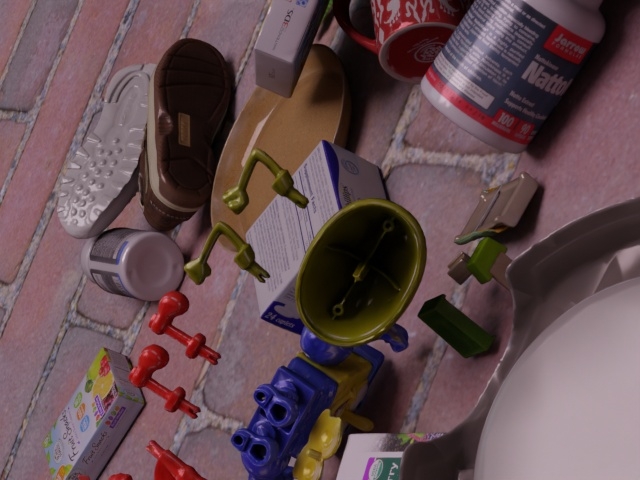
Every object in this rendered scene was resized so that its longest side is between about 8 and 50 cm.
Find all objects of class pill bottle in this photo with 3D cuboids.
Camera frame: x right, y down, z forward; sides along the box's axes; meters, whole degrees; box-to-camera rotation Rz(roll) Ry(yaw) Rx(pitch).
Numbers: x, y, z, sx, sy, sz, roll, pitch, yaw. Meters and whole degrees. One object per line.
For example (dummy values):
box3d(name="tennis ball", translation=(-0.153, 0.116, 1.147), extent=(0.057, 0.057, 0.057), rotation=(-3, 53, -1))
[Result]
box3d(name="pill bottle", translation=(0.174, -0.173, 1.552), extent=(0.180, 0.108, 0.108), rotation=(-57, 30, 17))
box3d(name="pill bottle", translation=(-0.215, 0.025, 2.093), extent=(0.137, 0.078, 0.078), rotation=(8, 76, 60))

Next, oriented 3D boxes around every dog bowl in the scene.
box3d(name="dog bowl", translation=(0.218, 0.146, 1.149), extent=(0.349, 0.102, 0.348), rotation=(-20, 55, 31))

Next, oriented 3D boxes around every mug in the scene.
box3d(name="mug", translation=(0.089, -0.229, 1.757), extent=(0.150, 0.113, 0.169), rotation=(124, 150, -49))

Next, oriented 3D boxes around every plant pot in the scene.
box3d(name="plant pot", translation=(-0.036, -0.090, 1.927), extent=(0.236, 0.032, 0.236), rotation=(-39, 38, 39))

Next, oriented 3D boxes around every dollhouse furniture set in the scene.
box3d(name="dollhouse furniture set", translation=(0.144, 0.019, 1.546), extent=(0.151, 0.058, 0.076), rotation=(-58, 15, -28))

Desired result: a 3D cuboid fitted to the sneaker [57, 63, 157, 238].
box3d(name="sneaker", translation=(-0.224, -0.091, 2.155), extent=(0.090, 0.095, 0.235), rotation=(13, 61, 25))

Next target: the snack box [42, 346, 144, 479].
box3d(name="snack box", translation=(-0.253, 0.203, 2.064), extent=(0.141, 0.037, 0.100), rotation=(-57, 28, 17))

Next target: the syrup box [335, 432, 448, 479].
box3d(name="syrup box", translation=(0.106, 0.203, 1.393), extent=(0.237, 0.096, 0.093), rotation=(-9, 59, 56))

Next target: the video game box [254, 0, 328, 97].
box3d(name="video game box", translation=(-0.014, -0.247, 1.837), extent=(0.205, 0.048, 0.187), rotation=(107, -178, -84))

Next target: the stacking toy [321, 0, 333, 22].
box3d(name="stacking toy", translation=(-0.028, -0.349, 1.962), extent=(0.221, 0.167, 0.052), rotation=(-61, 5, 7))

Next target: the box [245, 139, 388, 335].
box3d(name="box", translation=(0.000, 0.000, 1.753), extent=(0.137, 0.072, 0.126), rotation=(-50, 32, 28))

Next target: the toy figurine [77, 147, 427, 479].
box3d(name="toy figurine", translation=(-0.023, 0.100, 1.595), extent=(0.362, 0.191, 0.217), rotation=(-64, -16, 14))

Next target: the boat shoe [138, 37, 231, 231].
box3d(name="boat shoe", translation=(-0.165, -0.119, 2.100), extent=(0.095, 0.095, 0.257), rotation=(125, 160, -43))
